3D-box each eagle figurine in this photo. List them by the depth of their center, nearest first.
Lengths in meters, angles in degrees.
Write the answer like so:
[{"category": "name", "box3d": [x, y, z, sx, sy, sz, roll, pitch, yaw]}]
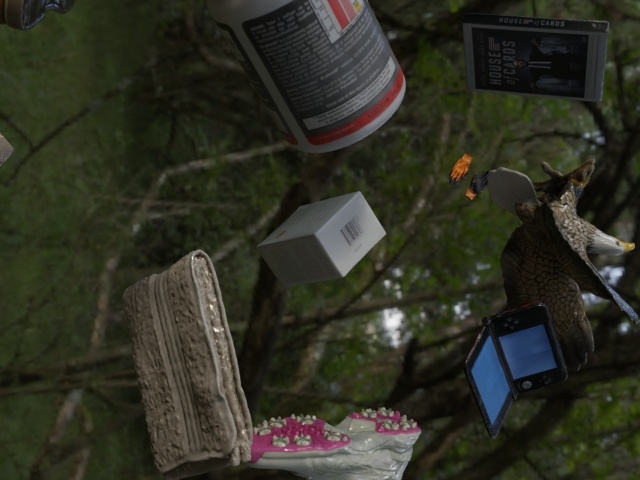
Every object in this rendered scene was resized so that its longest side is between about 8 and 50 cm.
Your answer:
[{"category": "eagle figurine", "box3d": [0.384, 0.022, 1.616, 0.226, 0.225, 0.298, 45, 45, -46]}]

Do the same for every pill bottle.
[{"category": "pill bottle", "box3d": [-0.036, -0.324, 1.496, 0.363, 0.210, 0.210, 59, 14, -34]}]

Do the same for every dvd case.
[{"category": "dvd case", "box3d": [0.367, -0.314, 1.773, 0.179, 0.239, 0.029, 72, 29, -56]}]

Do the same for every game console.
[{"category": "game console", "box3d": [0.257, 0.170, 1.348, 0.085, 0.124, 0.144, -93, 163, -55]}]

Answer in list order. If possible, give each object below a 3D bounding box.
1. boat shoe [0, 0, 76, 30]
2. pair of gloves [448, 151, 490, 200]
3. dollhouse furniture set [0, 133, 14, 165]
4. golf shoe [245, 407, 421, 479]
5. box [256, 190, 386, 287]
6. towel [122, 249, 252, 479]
[{"category": "boat shoe", "box3d": [-0.435, -0.394, 1.534, 0.307, 0.104, 0.111, -74, 179, -70]}, {"category": "pair of gloves", "box3d": [0.309, -0.132, 2.139, 0.083, 0.074, 0.010, 39, -6, -14]}, {"category": "dollhouse furniture set", "box3d": [-0.616, -0.110, 1.273, 0.355, 0.174, 0.303, -51, 147, -20]}, {"category": "golf shoe", "box3d": [0.016, 0.337, 1.564, 0.115, 0.306, 0.140, 29, -66, 58]}, {"category": "box", "box3d": [0.000, 0.000, 1.746, 0.170, 0.130, 0.091, -12, -64, 52]}, {"category": "towel", "box3d": [-0.183, 0.172, 1.372, 0.049, 0.187, 0.282, -4, 74, -45]}]
